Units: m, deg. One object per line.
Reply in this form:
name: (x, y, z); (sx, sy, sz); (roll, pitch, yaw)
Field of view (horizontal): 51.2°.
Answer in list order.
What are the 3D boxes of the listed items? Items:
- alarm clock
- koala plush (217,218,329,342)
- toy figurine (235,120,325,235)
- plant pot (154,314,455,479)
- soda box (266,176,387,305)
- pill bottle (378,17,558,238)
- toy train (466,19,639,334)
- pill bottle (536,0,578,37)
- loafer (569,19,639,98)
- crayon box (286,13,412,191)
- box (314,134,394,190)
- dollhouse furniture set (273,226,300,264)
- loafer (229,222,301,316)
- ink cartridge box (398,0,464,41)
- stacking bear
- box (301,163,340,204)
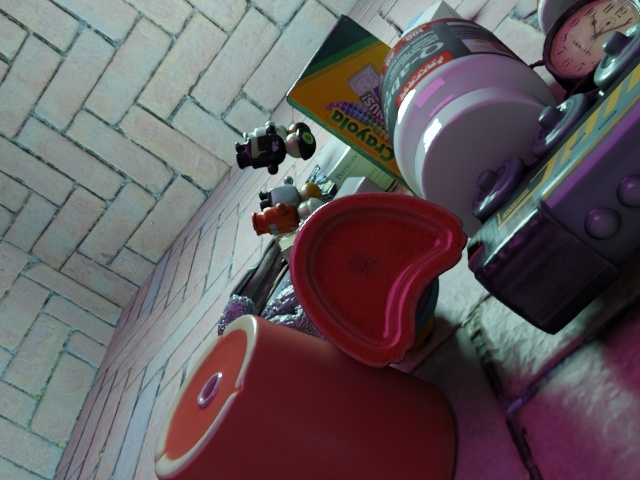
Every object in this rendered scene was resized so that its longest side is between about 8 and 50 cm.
alarm clock: (0.364, -0.257, 0.831); (0.192, 0.064, 0.129); (-46, 41, 23)
koala plush: (-0.008, 0.095, 1.038); (0.203, 0.196, 0.221); (-14, 43, 48)
toy figurine: (-0.066, -0.127, 1.304); (0.148, 0.213, 0.209); (-11, 17, 5)
plant pot: (-0.030, 0.224, 0.745); (0.275, 0.243, 0.275); (-48, 18, 22)
soda box: (0.024, 0.026, 1.200); (0.286, 0.091, 0.098); (-57, 18, -5)
pill bottle: (0.195, -0.162, 0.897); (0.210, 0.210, 0.363); (-48, 19, 21)
toy train: (0.266, -0.064, 0.618); (0.334, 0.142, 0.190); (-50, 8, 24)
pill bottle: (0.371, -0.374, 0.960); (0.121, 0.121, 0.221); (-40, 23, 40)
loafer: (0.389, -0.234, 0.710); (0.303, 0.095, 0.109); (-53, 18, 7)
crayon box: (0.101, -0.226, 1.132); (0.165, 0.278, 0.081); (-55, 5, 1)
box: (0.095, -0.183, 1.342); (0.181, 0.119, 0.182); (-53, 18, 11)
dollhouse furniture set: (0.000, 0.000, 1.368); (0.161, 0.101, 0.182); (-30, 18, -2)
loafer: (-0.094, 0.053, 1.515); (0.267, 0.084, 0.096); (-52, -13, 1)
ink cartridge box: (0.220, -0.421, 1.497); (0.191, 0.082, 0.139); (-61, 18, -11)
stacking bear: (0.072, 0.065, 0.800); (0.175, 0.164, 0.289); (-59, -19, -10)
box: (0.038, -0.162, 1.561); (0.175, 0.051, 0.220); (-60, 18, -12)
